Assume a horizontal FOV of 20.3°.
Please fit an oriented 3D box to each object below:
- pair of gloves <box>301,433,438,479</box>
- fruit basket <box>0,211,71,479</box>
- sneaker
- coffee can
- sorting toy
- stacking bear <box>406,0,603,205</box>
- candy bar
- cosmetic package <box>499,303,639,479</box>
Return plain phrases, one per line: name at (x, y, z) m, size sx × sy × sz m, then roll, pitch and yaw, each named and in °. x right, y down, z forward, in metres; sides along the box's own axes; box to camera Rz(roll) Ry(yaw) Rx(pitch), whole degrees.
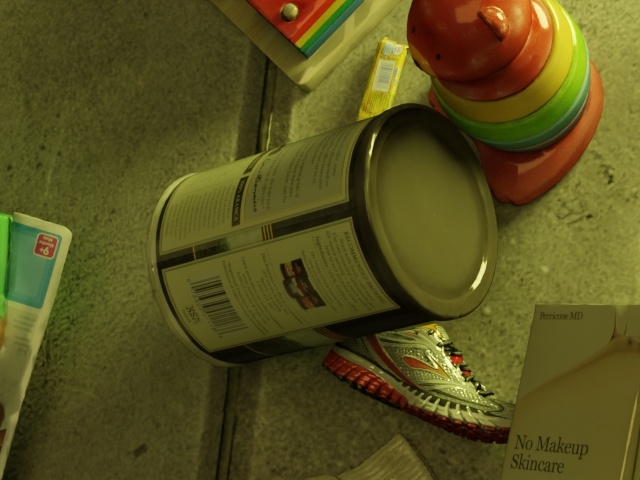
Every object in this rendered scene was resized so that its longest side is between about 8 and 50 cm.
pair of gloves at (0.045, 0.328, 1.723) m, size 0.204 × 0.042 × 0.240 m, roll -29°, pitch 66°, yaw 10°
fruit basket at (-0.453, 0.115, 1.900) m, size 0.327 × 0.165 × 0.353 m, roll 16°, pitch 84°, yaw 23°
sneaker at (0.111, 0.129, 1.732) m, size 0.225 × 0.088 × 0.093 m, roll 24°, pitch 82°, yaw 24°
coffee can at (0.000, 0.000, 1.701) m, size 0.275 × 0.201 × 0.202 m, roll -15°, pitch 68°, yaw 38°
sorting toy at (-0.019, -0.340, 1.916) m, size 0.257 × 0.089 × 0.255 m, roll -46°, pitch 65°, yaw 3°
stacking bear at (0.165, -0.174, 1.691) m, size 0.164 × 0.289 × 0.175 m, roll -35°, pitch 66°, yaw 7°
candy bar at (0.059, -0.137, 1.868) m, size 0.040 × 0.018 × 0.162 m, roll 12°, pitch 78°, yaw 19°
cosmetic package at (0.252, 0.218, 1.609) m, size 0.160 × 0.113 × 0.310 m, roll -4°, pitch 70°, yaw 52°
